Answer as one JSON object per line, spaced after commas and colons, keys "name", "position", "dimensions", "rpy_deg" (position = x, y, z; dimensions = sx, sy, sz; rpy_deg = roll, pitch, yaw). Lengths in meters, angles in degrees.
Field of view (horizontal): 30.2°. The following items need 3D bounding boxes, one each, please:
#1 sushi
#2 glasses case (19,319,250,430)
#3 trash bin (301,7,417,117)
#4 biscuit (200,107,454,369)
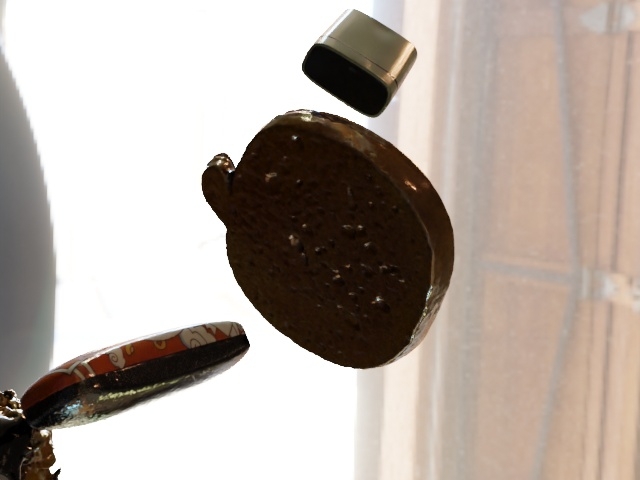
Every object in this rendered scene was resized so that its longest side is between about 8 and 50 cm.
{"name": "sushi", "position": [-0.436, 0.272, 1.490], "dimensions": [0.213, 0.200, 0.204], "rpy_deg": [-25, -133, 39]}
{"name": "glasses case", "position": [-0.176, 0.131, 1.175], "dimensions": [0.103, 0.267, 0.067], "rpy_deg": [-30, -101, 35]}
{"name": "trash bin", "position": [0.049, -0.219, 1.447], "dimensions": [0.059, 0.116, 0.130], "rpy_deg": [-56, -179, 36]}
{"name": "biscuit", "position": [0.004, -0.006, 1.492], "dimensions": [0.070, 0.350, 0.394], "rpy_deg": [-49, 169, -37]}
